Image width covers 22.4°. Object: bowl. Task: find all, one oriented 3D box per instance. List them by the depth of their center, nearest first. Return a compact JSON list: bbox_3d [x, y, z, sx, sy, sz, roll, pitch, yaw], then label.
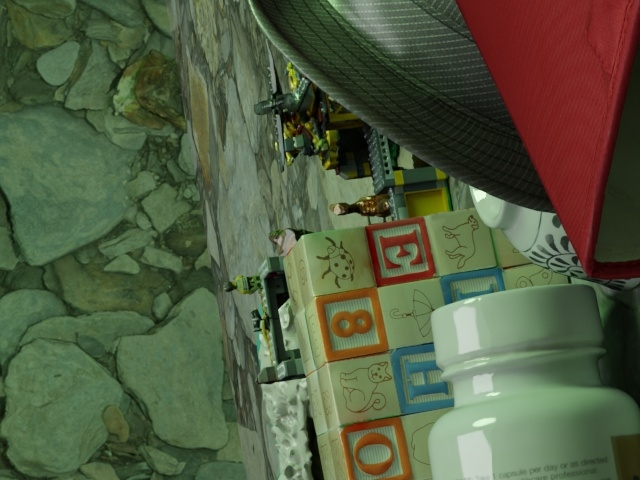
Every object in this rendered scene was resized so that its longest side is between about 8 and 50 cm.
[{"bbox_3d":[0.135,-0.049,0.962,0.170,0.080,0.170,173,90,-78],"label":"bowl"}]

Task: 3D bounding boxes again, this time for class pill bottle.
[{"bbox_3d":[0.133,0.147,0.963,0.131,0.131,0.229,128,134,-74],"label":"pill bottle"}]

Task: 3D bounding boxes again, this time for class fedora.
[{"bbox_3d":[0.101,-0.139,0.766,0.124,0.244,0.275,-59,-13,29],"label":"fedora"}]

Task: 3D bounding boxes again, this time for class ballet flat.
[{"bbox_3d":[0.026,0.185,1.616,0.147,0.147,0.409,-111,14,-48],"label":"ballet flat"}]

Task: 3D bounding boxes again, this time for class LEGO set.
[{"bbox_3d":[0.000,0.000,1.369,0.255,0.192,0.331,167,96,-79],"label":"LEGO set"}]

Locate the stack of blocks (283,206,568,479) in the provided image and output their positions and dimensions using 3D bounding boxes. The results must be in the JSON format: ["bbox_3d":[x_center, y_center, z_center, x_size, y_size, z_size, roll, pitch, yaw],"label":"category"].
[{"bbox_3d":[0.090,0.134,1.072,0.087,0.171,0.297,131,130,-75],"label":"stack of blocks"}]

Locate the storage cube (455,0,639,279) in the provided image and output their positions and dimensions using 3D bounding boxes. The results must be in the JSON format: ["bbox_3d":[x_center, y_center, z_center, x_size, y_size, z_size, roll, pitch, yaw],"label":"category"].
[{"bbox_3d":[0.155,-0.126,0.548,0.215,0.184,0.193,94,165,-44],"label":"storage cube"}]
